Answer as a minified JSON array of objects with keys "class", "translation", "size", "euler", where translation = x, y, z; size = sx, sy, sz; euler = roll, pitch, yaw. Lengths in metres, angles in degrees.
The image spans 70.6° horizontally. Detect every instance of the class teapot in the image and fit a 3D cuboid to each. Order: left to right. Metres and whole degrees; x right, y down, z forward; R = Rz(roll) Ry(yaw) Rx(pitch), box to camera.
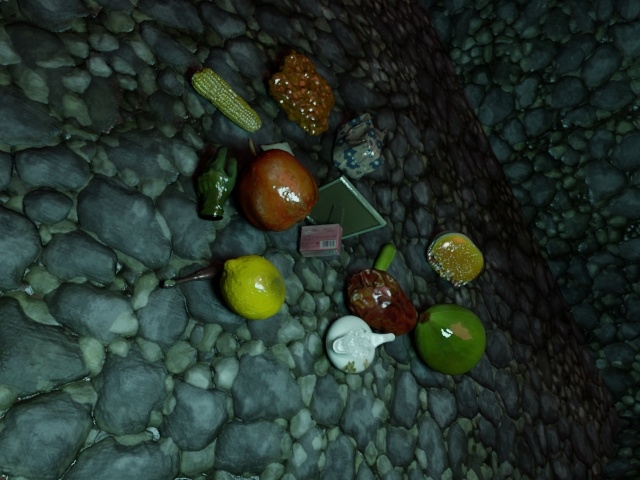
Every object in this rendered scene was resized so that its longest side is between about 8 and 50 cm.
[{"class":"teapot","translation":[0.125,0.367,1.619],"size":[0.298,0.139,0.204],"euler":[-5,74,-41]}]

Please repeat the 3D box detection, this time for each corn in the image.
[{"class":"corn","translation":[-0.330,-0.499,1.625],"size":[0.292,0.101,0.101],"euler":[38,49,-23]}]

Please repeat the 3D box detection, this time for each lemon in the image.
[{"class":"lemon","translation":[-0.203,0.144,1.381],"size":[0.256,0.188,0.188],"euler":[52,42,-36]}]

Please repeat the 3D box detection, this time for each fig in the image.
[{"class":"fig","translation":[0.512,0.387,1.858],"size":[0.316,0.316,0.316],"euler":[20,59,-36]}]

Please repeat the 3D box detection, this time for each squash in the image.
[{"class":"squash","translation":[0.272,0.089,1.939],"size":[0.066,0.066,0.201],"euler":[48,46,-16]}]

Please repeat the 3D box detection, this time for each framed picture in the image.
[{"class":"framed picture","translation":[0.058,-0.103,1.646],"size":[0.240,0.324,0.020],"euler":[44,58,-18]}]

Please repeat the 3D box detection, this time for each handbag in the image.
[{"class":"handbag","translation":[0.180,-0.422,1.997],"size":[0.190,0.193,0.251],"euler":[33,52,-33]}]

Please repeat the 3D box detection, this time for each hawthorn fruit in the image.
[{"class":"hawthorn fruit","translation":[-0.161,-0.194,1.515],"size":[0.287,0.287,0.330],"euler":[-39,104,-45]}]

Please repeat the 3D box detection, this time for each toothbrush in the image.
[{"class":"toothbrush","translation":[-0.321,0.096,1.402],"size":[0.364,0.041,0.040],"euler":[-13,81,-45]}]

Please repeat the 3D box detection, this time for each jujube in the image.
[{"class":"jujube","translation":[0.247,0.255,1.761],"size":[0.342,0.216,0.216],"euler":[42,47,-37]}]

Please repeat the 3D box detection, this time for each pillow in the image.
[{"class":"pillow","translation":[-0.130,-0.273,1.744],"size":[0.148,0.050,0.229],"euler":[-25,86,-51]}]

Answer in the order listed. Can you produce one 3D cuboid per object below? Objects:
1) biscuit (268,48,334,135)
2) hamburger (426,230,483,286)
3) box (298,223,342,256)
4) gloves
[{"class":"biscuit","translation":[-0.067,-0.628,1.923],"size":[0.318,0.110,0.312],"euler":[38,48,-24]},{"class":"hamburger","translation":[0.651,0.086,2.188],"size":[0.295,0.227,0.151],"euler":[42,25,-17]},{"class":"box","translation":[0.000,0.000,1.670],"size":[0.060,0.156,0.111],"euler":[64,28,-61]},{"class":"gloves","translation":[-0.339,-0.192,1.467],"size":[0.107,0.135,0.268],"euler":[71,20,-64]}]
